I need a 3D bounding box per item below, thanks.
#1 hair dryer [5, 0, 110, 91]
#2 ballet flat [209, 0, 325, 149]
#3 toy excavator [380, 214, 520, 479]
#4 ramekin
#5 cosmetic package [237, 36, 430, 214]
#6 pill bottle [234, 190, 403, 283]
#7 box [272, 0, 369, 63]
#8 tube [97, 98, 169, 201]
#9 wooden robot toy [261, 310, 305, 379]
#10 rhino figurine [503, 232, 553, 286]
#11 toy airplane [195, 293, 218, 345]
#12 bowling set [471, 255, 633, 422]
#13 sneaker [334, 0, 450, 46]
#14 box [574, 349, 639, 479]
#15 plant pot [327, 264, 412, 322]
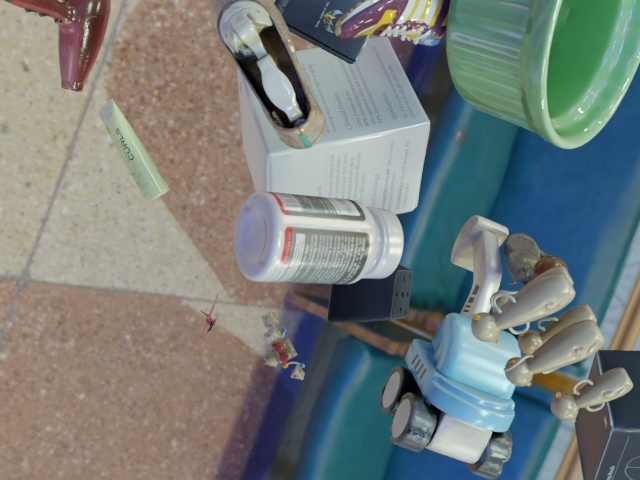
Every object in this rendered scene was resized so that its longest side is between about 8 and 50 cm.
[{"bbox_3d":[-0.438,-0.378,1.408,0.223,0.080,0.294,-42,131,-35],"label":"hair dryer"},{"bbox_3d":[-0.087,-0.290,1.359,0.107,0.316,0.106,-33,172,9],"label":"ballet flat"},{"bbox_3d":[0.312,0.197,1.805,0.433,0.222,0.445,-110,-137,-76],"label":"toy excavator"},{"bbox_3d":[0.286,-0.278,1.074,0.303,0.148,0.303,-31,133,-40],"label":"ramekin"},{"bbox_3d":[0.021,-0.258,2.169,0.393,0.329,0.327,-11,144,-10],"label":"cosmetic package"},{"bbox_3d":[0.000,0.000,1.599,0.283,0.161,0.161,4,108,-32],"label":"pill bottle"},{"bbox_3d":[0.032,-0.465,1.576,0.233,0.183,0.059,-62,-166,5],"label":"box"},{"bbox_3d":[-0.431,-0.203,1.983,0.240,0.070,0.062,61,14,-9],"label":"tube"},{"bbox_3d":[-0.105,0.254,1.981,0.079,0.173,0.076,-31,170,17],"label":"wooden robot toy"},{"bbox_3d":[0.428,0.057,1.797,0.073,0.106,0.243,-49,-172,22],"label":"rhino figurine"},{"bbox_3d":[-0.297,0.209,2.303,0.028,0.151,0.151,22,91,-19],"label":"toy airplane"},{"bbox_3d":[0.336,0.130,1.332,0.154,0.200,0.287,-30,118,15],"label":"bowling set"},{"bbox_3d":[0.107,-0.267,1.051,0.185,0.069,0.084,-27,99,-14],"label":"sneaker"},{"bbox_3d":[0.795,0.416,1.923,0.212,0.395,0.294,-85,175,-45],"label":"box"},{"bbox_3d":[0.140,0.131,2.288,0.188,0.167,0.188,6,91,-65],"label":"plant pot"}]
